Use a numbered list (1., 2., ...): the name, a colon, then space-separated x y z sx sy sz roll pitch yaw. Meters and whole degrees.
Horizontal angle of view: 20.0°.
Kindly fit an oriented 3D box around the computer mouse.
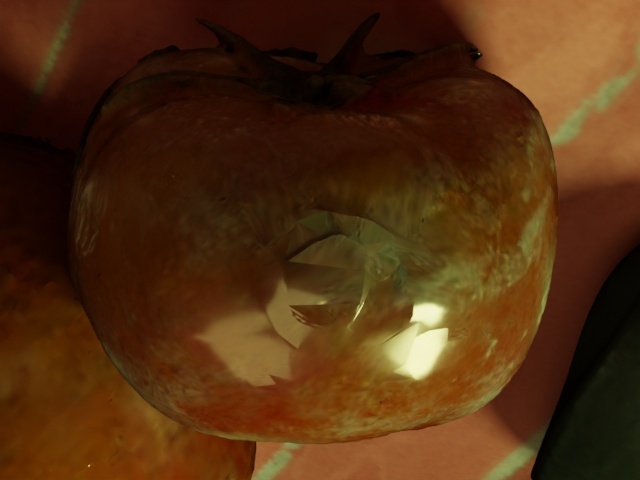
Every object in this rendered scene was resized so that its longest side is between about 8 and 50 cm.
1. computer mouse: 0.182 0.099 0.902 0.137 0.086 0.270 17 143 9

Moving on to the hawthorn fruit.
1. hawthorn fruit: -0.186 0.103 0.928 0.295 0.311 0.295 39 172 6

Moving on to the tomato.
1. tomato: 0.000 0.000 0.753 0.214 0.155 0.181 -3 100 -5
